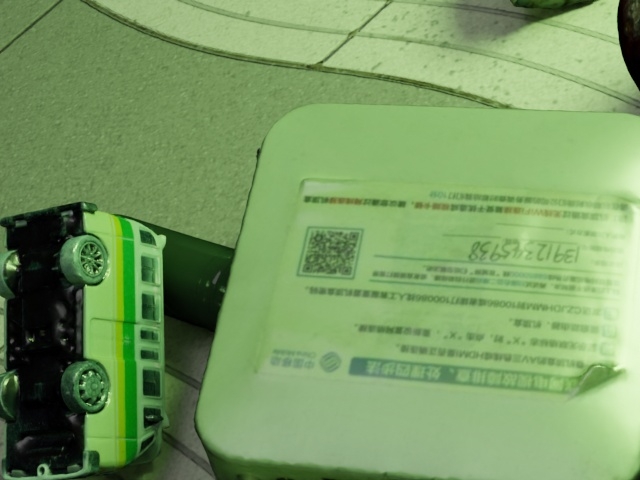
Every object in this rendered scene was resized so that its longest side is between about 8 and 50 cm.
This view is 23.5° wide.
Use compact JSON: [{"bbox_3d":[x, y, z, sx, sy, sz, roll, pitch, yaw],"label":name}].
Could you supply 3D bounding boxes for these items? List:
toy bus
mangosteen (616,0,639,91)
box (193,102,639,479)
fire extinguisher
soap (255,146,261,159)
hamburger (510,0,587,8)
[{"bbox_3d":[-0.242,0.110,1.595,0.134,0.165,0.276,-9,78,36],"label":"toy bus"},{"bbox_3d":[0.441,-0.224,1.439,0.307,0.347,0.306,1,72,-2],"label":"mangosteen"},{"bbox_3d":[0.111,0.059,1.387,0.396,0.111,0.396,3,57,16],"label":"box"},{"bbox_3d":[-0.189,0.033,1.728,0.311,0.095,0.114,17,35,39],"label":"fire extinguisher"},{"bbox_3d":[0.000,0.000,1.622,0.091,0.145,0.230,-20,43,13],"label":"soap"},{"bbox_3d":[0.318,-0.395,1.779,0.288,0.167,0.192,-25,46,8],"label":"hamburger"}]
